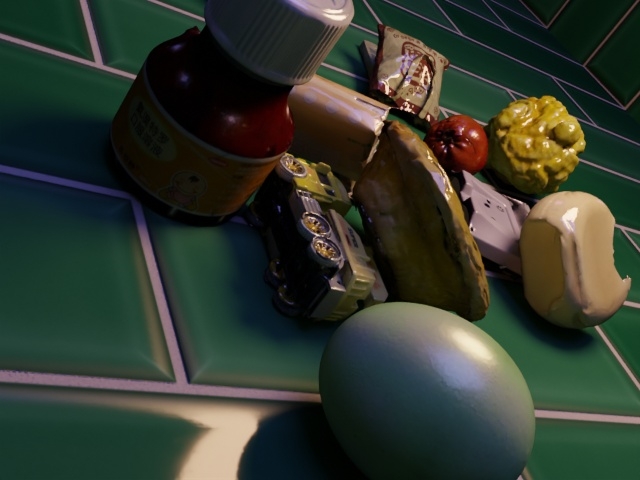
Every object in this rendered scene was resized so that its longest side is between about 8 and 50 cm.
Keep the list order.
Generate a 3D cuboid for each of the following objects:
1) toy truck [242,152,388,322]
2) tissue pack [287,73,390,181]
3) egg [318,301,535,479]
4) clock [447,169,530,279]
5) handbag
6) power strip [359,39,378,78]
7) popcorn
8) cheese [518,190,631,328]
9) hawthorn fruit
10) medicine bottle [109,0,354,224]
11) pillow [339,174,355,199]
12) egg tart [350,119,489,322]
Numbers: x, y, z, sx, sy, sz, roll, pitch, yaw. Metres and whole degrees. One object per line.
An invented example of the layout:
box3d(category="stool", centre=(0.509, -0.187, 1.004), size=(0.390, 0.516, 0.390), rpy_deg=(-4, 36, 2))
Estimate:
box3d(category="toy truck", centre=(0.000, 0.000, 1.193), size=(0.157, 0.124, 0.272), rpy_deg=(14, 37, -33))
box3d(category="tissue pack", centre=(-0.003, -0.206, 1.395), size=(0.222, 0.186, 0.090), rpy_deg=(23, 65, 1))
box3d(category="egg", centre=(0.123, 0.192, 0.952), size=(0.270, 0.220, 0.220), rpy_deg=(38, 30, 4))
box3d(category="clock", centre=(0.351, -0.037, 1.645), size=(0.186, 0.083, 0.253), rpy_deg=(24, 32, -18))
box3d(category="handbag", centre=(0.217, -0.400, 1.946), size=(0.213, 0.127, 0.235), rpy_deg=(26, 54, -22))
box3d(category="power strip", centre=(0.151, -0.458, 2.085), size=(0.080, 0.029, 0.227), rpy_deg=(21, 33, -24))
box3d(category="popcorn", centre=(0.509, -0.229, 1.933), size=(0.235, 0.242, 0.250), rpy_deg=(45, 15, -16))
box3d(category="cheese", centre=(0.487, 0.037, 1.540), size=(0.233, 0.127, 0.266), rpy_deg=(-4, 88, -43))
box3d(category="hawthorn fruit", centre=(0.304, -0.197, 1.777), size=(0.148, 0.148, 0.172), rpy_deg=(55, 12, 29))
box3d(category="medicine bottle", centre=(-0.128, -0.223, 1.120), size=(0.242, 0.395, 0.242), rpy_deg=(23, 37, -18))
box3d(category="pillow", centre=(0.121, -0.101, 1.528), size=(0.208, 0.053, 0.119), rpy_deg=(18, 37, -27))
box3d(category="egg tart", centre=(0.139, -0.016, 1.262), size=(0.345, 0.132, 0.345), rpy_deg=(157, -90, -89))
